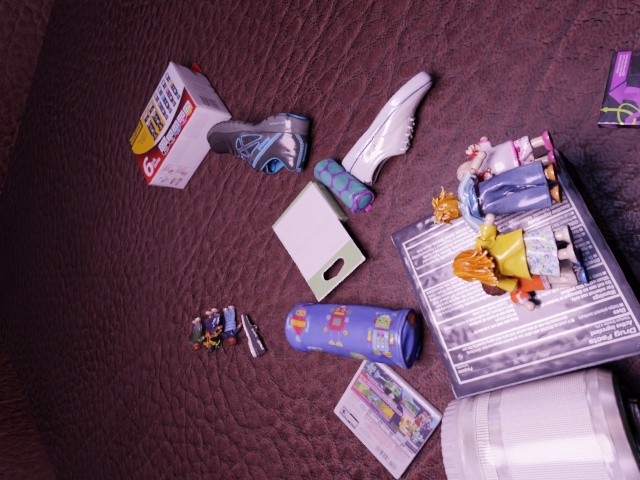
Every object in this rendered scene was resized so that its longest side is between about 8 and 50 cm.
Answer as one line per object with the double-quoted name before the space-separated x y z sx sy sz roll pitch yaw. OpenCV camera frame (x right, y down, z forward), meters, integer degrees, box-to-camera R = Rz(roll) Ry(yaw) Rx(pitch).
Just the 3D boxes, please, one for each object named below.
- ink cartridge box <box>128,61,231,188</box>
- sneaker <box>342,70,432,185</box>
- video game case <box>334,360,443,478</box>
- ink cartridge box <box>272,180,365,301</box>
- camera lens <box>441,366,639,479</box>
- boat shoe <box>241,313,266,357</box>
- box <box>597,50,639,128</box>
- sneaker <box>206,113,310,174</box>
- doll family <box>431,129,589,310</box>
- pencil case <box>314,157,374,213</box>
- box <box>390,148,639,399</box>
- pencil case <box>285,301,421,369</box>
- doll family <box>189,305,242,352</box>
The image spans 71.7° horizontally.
"ink cartridge box" -0.453 -0.364 1.361 0.309 0.130 0.272 -47 62 27
"sneaker" 0.156 -0.227 0.932 0.091 0.094 0.258 43 118 6
"video game case" 0.140 0.377 0.966 0.201 0.023 0.183 39 112 32
"ink cartridge box" 0.000 0.000 1.057 0.171 0.056 0.235 -46 67 28
"camera lens" 0.356 0.324 0.676 0.274 0.219 0.219 -25 75 35
"boat shoe" -0.184 0.254 1.205 0.038 0.046 0.125 -20 59 -9
"box" 0.526 -0.230 0.673 0.162 0.029 0.116 12 97 36
"sneaker" -0.176 -0.241 1.152 0.341 0.125 0.139 4 97 40
"doll family" 0.242 -0.030 0.604 0.163 0.118 0.263 -16 79 36
"pencil case" 0.053 -0.127 1.010 0.064 0.070 0.151 -43 59 0
"box" 0.323 0.065 0.728 0.296 0.183 0.294 -30 70 33
"pencil case" 0.069 0.200 0.962 0.306 0.133 0.119 -2 53 37
"doll family" -0.301 0.264 1.270 0.193 0.076 0.111 -35 50 37
